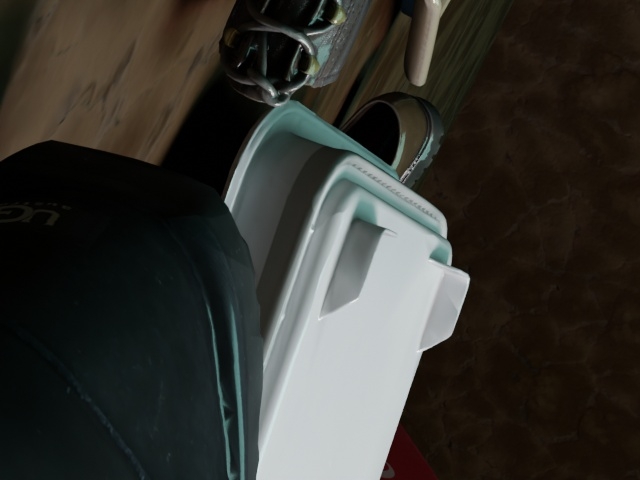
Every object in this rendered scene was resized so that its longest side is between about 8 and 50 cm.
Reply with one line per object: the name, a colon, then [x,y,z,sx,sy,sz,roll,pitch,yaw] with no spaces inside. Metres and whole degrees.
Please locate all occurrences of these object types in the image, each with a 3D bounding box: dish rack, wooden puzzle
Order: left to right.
dish rack: [-0.011,0.110,0.979,0.285,0.072,0.333,26,83,-72]
wooden puzzle: [0.113,-0.255,1.406,0.221,0.044,0.238,93,21,-78]

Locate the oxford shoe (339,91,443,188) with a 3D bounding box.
oxford shoe: [0.007,-0.022,1.469,0.227,0.083,0.096,-63,157,8]

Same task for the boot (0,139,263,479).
boot: [-0.115,0.203,0.416,0.445,0.146,0.367,-58,144,-70]

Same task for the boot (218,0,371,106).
boot: [0.026,-0.154,0.705,0.229,0.091,0.263,-63,177,11]

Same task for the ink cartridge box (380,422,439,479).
ink cartridge box: [0.009,0.226,1.613,0.272,0.130,0.309,-68,-153,18]
